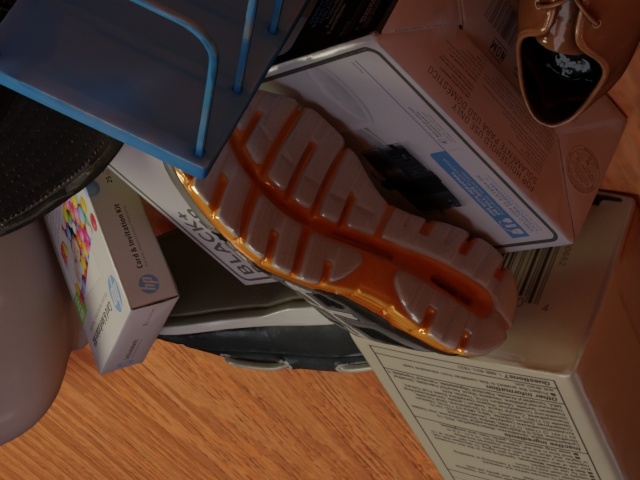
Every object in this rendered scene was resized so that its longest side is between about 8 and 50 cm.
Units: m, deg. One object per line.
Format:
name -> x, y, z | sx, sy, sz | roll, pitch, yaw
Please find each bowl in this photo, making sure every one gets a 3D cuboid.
bowl -> -0.266, 0.032, 1.120 | 0.134, 0.297, 0.298 | -11, 167, -24

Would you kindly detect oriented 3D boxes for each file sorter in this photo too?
file sorter -> -0.064, -0.141, 0.639 | 0.118, 0.170, 0.104 | 25, 152, 4

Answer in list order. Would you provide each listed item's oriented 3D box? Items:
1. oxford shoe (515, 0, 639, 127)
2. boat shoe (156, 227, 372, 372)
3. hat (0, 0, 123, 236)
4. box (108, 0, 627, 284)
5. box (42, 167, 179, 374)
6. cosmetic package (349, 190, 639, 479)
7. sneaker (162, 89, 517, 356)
oxford shoe -> 0.120, -0.123, 0.605 | 0.076, 0.076, 0.212 | 21, 152, 17
boat shoe -> -0.041, 0.050, 1.032 | 0.303, 0.114, 0.091 | 2, 139, 43
hat -> -0.254, -0.095, 0.737 | 0.331, 0.134, 0.331 | 5, 131, 6
box -> 0.005, -0.064, 0.807 | 0.169, 0.087, 0.290 | 43, 150, -28
box -> -0.158, -0.016, 0.974 | 0.186, 0.038, 0.145 | 66, 156, 14
cosmetic package -> 0.152, 0.099, 0.921 | 0.153, 0.129, 0.296 | 8, 148, 30
sneaker -> 0.000, 0.000, 0.738 | 0.215, 0.084, 0.083 | 36, 157, -19
